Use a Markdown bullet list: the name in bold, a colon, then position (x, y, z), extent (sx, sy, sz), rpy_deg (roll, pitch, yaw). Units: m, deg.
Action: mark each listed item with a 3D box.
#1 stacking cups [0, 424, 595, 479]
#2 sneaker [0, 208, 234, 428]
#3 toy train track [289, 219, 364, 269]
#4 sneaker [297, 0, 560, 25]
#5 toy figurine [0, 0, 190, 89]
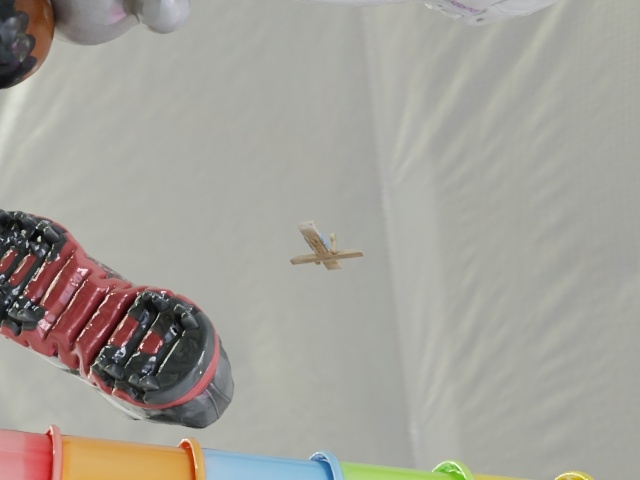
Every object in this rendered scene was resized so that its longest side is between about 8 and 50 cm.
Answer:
- **stacking cups**: position (-0.029, 0.127, 0.799), extent (0.316, 0.096, 0.096), rpy_deg (11, -31, -18)
- **sneaker**: position (-0.172, 0.067, 1.399), extent (0.276, 0.097, 0.135), rpy_deg (27, -15, 33)
- **toy train track**: position (0.000, 0.000, 1.157), extent (0.048, 0.014, 0.083), rpy_deg (-7, -19, 11)
- **sneaker**: position (0.085, -0.189, 1.239), extent (0.152, 0.305, 0.114), rpy_deg (112, -37, -55)
- **toy figurine**: position (-0.109, -0.168, 0.652), extent (0.213, 0.148, 0.209), rpy_deg (55, -30, -4)
